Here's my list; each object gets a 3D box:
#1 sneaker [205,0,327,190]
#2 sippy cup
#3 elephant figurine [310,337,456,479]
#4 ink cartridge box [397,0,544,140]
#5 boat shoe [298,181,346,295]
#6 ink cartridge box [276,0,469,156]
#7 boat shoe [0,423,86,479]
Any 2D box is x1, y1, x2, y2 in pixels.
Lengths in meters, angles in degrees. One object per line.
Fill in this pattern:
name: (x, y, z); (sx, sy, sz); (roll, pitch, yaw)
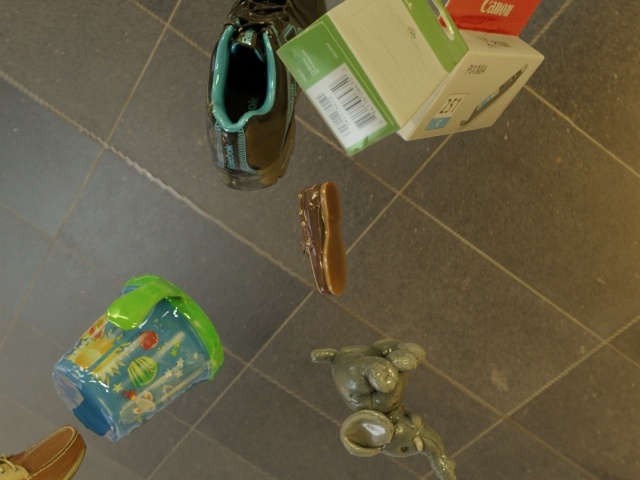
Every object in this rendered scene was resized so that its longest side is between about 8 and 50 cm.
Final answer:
sneaker: (-0.060, -0.235, 0.778); (0.125, 0.340, 0.139); (5, 161, 4)
sippy cup: (-0.327, 0.214, 1.130); (0.240, 0.224, 0.305); (4, 124, 39)
elephant figurine: (0.110, 0.302, 1.122); (0.170, 0.186, 0.239); (-12, 101, -29)
ink cartridge box: (0.235, -0.268, 0.890); (0.066, 0.296, 0.261); (45, 124, 19)
boat shoe: (0.000, 0.000, 1.157); (0.073, 0.073, 0.206); (-12, 72, 28)
ink cartridge box: (0.059, -0.174, 0.597); (0.062, 0.209, 0.109); (-25, 107, 40)
boat shoe: (-0.559, 0.434, 1.118); (0.123, 0.324, 0.119); (4, 125, 43)
